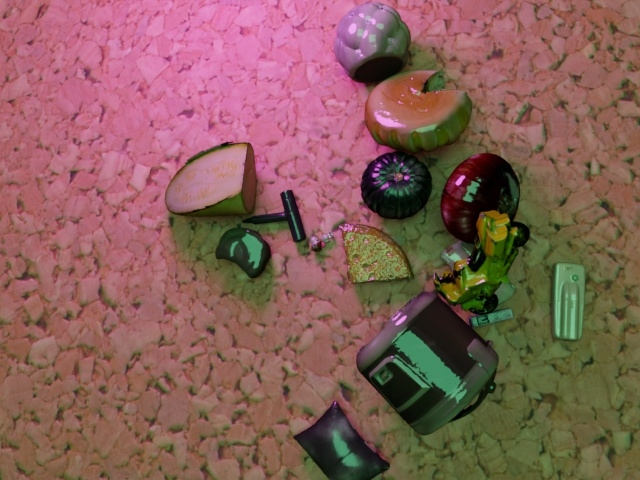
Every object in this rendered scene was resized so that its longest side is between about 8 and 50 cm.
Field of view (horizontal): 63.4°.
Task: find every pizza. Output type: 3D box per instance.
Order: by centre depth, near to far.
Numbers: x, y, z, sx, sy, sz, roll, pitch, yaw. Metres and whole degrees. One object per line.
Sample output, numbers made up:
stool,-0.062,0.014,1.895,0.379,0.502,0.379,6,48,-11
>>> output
pizza,0.156,0.062,1.632,0.292,0.058,0.197,33,88,14

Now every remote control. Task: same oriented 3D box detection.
remote control,0.731,0.180,1.526,0.090,0.049,0.230,5,80,7

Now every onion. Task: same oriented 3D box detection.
onion,0.451,-0.133,1.536,0.273,0.273,0.285,-49,44,-1

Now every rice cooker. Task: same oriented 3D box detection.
rice cooker,0.296,0.348,1.432,0.335,0.335,0.325,-44,78,0

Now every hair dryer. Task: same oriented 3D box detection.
hair dryer,-0.159,-0.056,1.709,0.195,0.050,0.173,-20,77,9

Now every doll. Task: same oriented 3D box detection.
doll,0.004,0.004,1.676,0.085,0.040,0.058,-13,69,7

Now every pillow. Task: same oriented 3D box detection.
pillow,0.057,0.624,1.528,0.186,0.106,0.250,-45,75,7
pillow,0.481,0.098,1.578,0.128,0.051,0.229,-34,78,-6

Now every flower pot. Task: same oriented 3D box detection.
flower pot,0.164,-0.631,1.656,0.246,0.246,0.195,-13,80,7

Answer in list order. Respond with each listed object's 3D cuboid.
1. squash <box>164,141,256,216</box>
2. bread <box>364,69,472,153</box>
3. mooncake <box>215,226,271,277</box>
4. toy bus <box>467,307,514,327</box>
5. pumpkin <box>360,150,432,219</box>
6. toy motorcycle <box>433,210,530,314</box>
squash,-0.376,-0.189,1.682,0.309,0.210,0.233,2,67,5
bread,0.290,-0.385,1.601,0.333,0.160,0.332,-10,51,12
mooncake,-0.247,0.042,1.674,0.169,0.104,0.175,-27,80,0
toy bus,0.509,0.232,1.550,0.131,0.052,0.036,-14,81,6
pumpkin,0.234,-0.171,1.605,0.221,0.162,0.220,0,74,0
toy motorcycle,0.433,0.072,1.435,0.206,0.342,0.142,2,37,-12
